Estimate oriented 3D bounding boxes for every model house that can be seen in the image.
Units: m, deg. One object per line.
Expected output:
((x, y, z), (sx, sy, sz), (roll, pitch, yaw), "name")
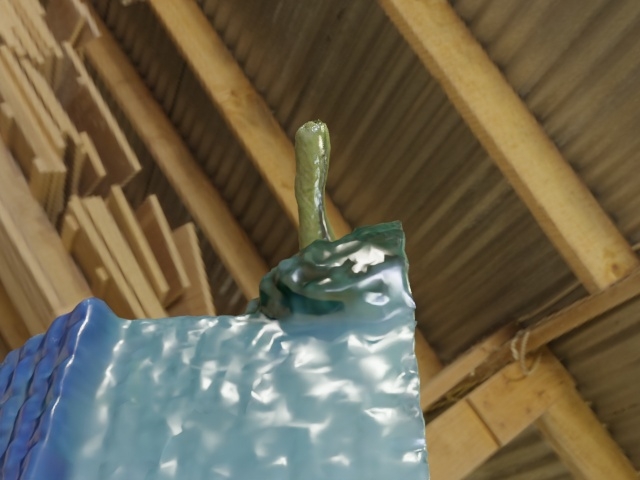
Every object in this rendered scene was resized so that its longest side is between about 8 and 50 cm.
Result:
((-0.095, 0.183, 0.441), (0.295, 0.329, 0.252), (81, 2, -46), "model house")

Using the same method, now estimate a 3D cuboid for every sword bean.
((0.000, 0.000, 0.838), (0.038, 0.043, 0.269), (35, -38, 41), "sword bean")
